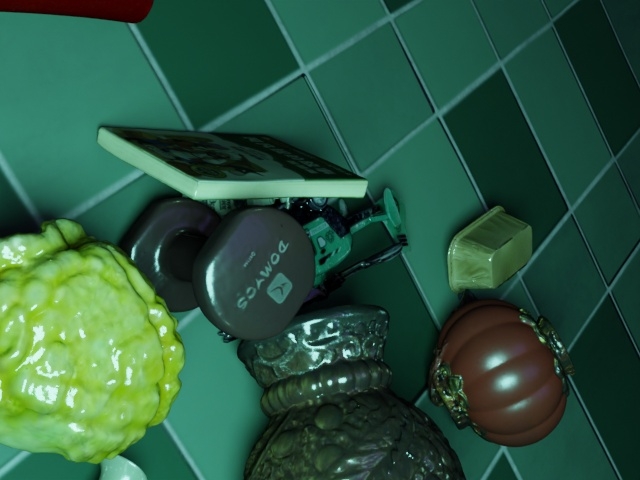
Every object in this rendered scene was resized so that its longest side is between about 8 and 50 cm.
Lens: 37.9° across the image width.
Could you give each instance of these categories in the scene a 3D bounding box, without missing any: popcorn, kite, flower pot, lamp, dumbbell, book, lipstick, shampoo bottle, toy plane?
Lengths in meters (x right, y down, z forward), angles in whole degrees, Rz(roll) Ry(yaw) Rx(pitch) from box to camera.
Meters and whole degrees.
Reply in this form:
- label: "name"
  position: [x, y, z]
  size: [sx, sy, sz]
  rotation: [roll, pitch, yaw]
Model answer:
- label: "popcorn"
  position: [-0.261, 0.090, 0.899]
  size: [0.286, 0.173, 0.225]
  rotation: [21, 76, -36]
- label: "kite"
  position: [0.236, 0.106, 1.512]
  size: [0.090, 0.004, 0.122]
  rotation: [-12, 83, -47]
- label: "flower pot"
  position: [0.021, 0.229, 1.098]
  size: [0.266, 0.266, 0.267]
  rotation: [5, 65, -44]
- label: "lamp"
  position: [0.261, 0.198, 1.376]
  size: [0.226, 0.226, 0.227]
  rotation: [15, 68, -41]
- label: "dumbbell"
  position: [-0.117, 0.024, 1.019]
  size: [0.124, 0.225, 0.140]
  rotation: [43, 72, -30]
- label: "book"
  position: [-0.101, -0.092, 1.114]
  size: [0.264, 0.202, 0.027]
  rotation: [-3, 112, -45]
- label: "lipstick"
  position: [-0.301, -0.289, 1.045]
  size: [0.241, 0.080, 0.080]
  rotation: [-8, 84, -45]
- label: "shampoo bottle"
  position: [-0.102, -0.049, 1.134]
  size: [0.034, 0.141, 0.049]
  rotation: [53, 35, -61]
- label: "toy plane"
  position: [0.000, 0.000, 1.249]
  size: [0.381, 0.106, 0.155]
  rotation: [-28, 104, -46]

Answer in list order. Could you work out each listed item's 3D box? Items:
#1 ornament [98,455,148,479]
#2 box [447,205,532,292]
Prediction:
- label: "ornament"
  position: [-0.240, 0.295, 0.941]
  size: [0.081, 0.075, 0.156]
  rotation: [32, 54, -2]
- label: "box"
  position: [0.268, 0.015, 1.509]
  size: [0.177, 0.111, 0.111]
  rotation: [-32, 101, -43]
